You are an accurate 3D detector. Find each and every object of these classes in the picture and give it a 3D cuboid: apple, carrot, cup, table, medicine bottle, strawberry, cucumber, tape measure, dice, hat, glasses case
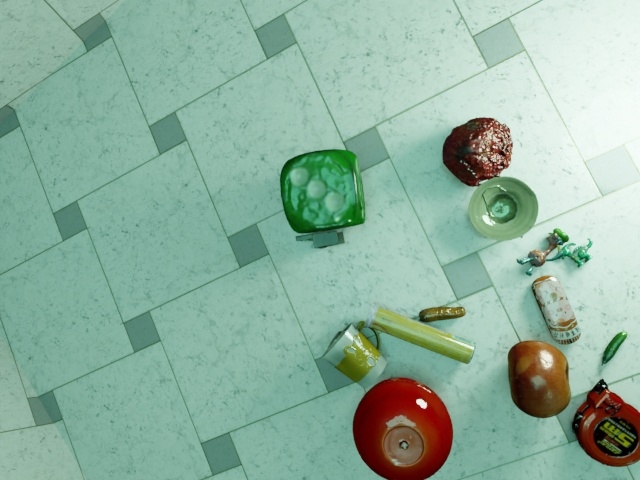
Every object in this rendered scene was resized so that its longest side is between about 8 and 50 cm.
[{"bbox_3d":[0.790,0.500,1.686,0.207,0.251,0.271,-5,74,22],"label":"apple"},{"bbox_3d":[0.486,0.291,1.862,0.186,0.060,0.060,-9,87,8],"label":"carrot"},{"bbox_3d":[0.157,0.448,1.889,0.226,0.185,0.241,42,67,6],"label":"cup"},{"bbox_3d":[0.000,0.000,1.934,0.175,0.146,0.062,-11,86,13],"label":"table"},{"bbox_3d":[0.388,0.370,1.843,0.426,0.108,0.108,20,93,9],"label":"medicine bottle"},{"bbox_3d":[0.595,-0.342,1.770,0.274,0.220,0.274,0,89,17],"label":"strawberry"},{"bbox_3d":[1.084,0.399,1.731,0.037,0.037,0.155,33,94,12],"label":"cucumber"},{"bbox_3d":[1.051,0.679,1.694,0.253,0.114,0.260,36,100,11],"label":"tape measure"},{"bbox_3d":[0.022,-0.186,1.863,0.300,0.287,0.297,-9,86,13],"label":"dice"},{"bbox_3d":[0.699,-0.122,1.795,0.252,0.110,0.251,2,98,15],"label":"hat"},{"bbox_3d":[0.891,0.262,1.762,0.103,0.067,0.266,-23,83,13],"label":"glasses case"}]

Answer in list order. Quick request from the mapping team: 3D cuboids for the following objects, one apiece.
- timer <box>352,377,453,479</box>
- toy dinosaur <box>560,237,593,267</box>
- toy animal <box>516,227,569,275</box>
[{"bbox_3d":[0.312,0.723,1.780,0.378,0.279,0.377,0,89,10],"label":"timer"},{"bbox_3d":[0.972,0.044,1.759,0.132,0.059,0.096,-43,69,11],"label":"toy dinosaur"},{"bbox_3d":[0.849,0.048,1.761,0.208,0.100,0.103,-36,38,0],"label":"toy animal"}]
